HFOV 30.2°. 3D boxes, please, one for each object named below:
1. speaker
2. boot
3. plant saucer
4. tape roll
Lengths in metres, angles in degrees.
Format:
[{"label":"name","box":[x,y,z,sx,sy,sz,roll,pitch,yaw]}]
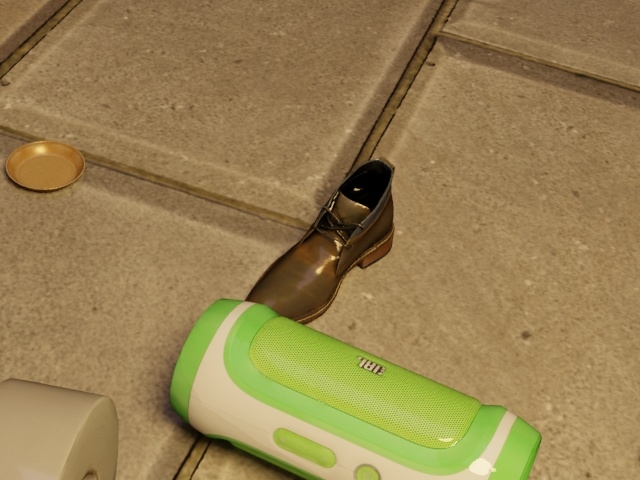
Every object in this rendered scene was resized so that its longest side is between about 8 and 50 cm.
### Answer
[{"label":"speaker","box":[0.028,0.153,0.996,0.296,0.131,0.131,22,44,15]},{"label":"boot","box":[0.000,0.000,1.172,0.082,0.106,0.219,30,46,23]},{"label":"plant saucer","box":[-0.296,-0.077,1.278,0.083,0.015,0.083,4,42,-4]},{"label":"tape roll","box":[-0.205,0.210,0.825,0.072,0.219,0.219,10,42,3]}]
